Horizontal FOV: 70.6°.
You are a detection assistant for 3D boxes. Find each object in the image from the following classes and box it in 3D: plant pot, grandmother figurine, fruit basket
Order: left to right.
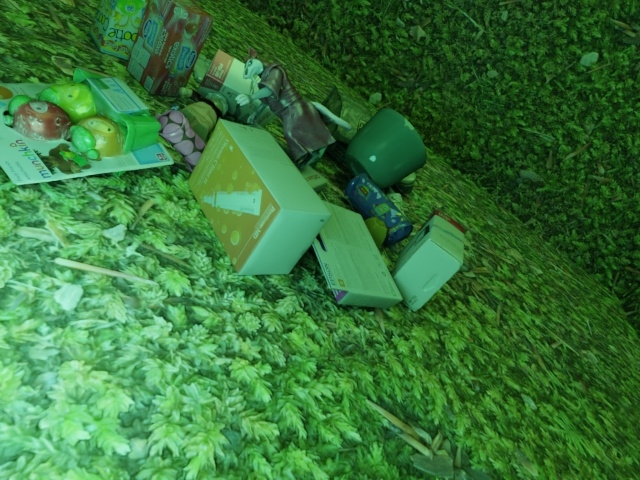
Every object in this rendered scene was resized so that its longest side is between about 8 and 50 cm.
[{"bbox_3d":[-0.554,-0.264,0.997,0.327,0.165,0.353,46,32,18],"label":"fruit basket"},{"bbox_3d":[-0.391,-0.427,1.515,0.207,0.104,0.342,56,18,-20],"label":"grandmother figurine"},{"bbox_3d":[0.184,-0.031,1.568,0.081,0.083,0.081,24,31,-23],"label":"plant pot"},{"bbox_3d":[0.242,-0.347,1.836,0.293,0.235,0.293,49,-10,12],"label":"plant pot"}]

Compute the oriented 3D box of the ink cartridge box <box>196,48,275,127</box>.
[{"bbox_3d":[-0.292,-0.550,1.678,0.283,0.117,0.207,25,-14,-22],"label":"ink cartridge box"}]

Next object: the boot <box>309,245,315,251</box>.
[{"bbox_3d":[0.000,0.000,1.355,0.087,0.042,0.118,22,30,-21],"label":"boot"}]

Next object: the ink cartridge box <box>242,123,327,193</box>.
[{"bbox_3d":[-0.161,-0.216,1.405,0.307,0.129,0.223,40,26,7],"label":"ink cartridge box"}]

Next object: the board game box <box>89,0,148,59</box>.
[{"bbox_3d":[-0.660,-0.780,1.546,0.144,0.275,0.142,2,44,-48],"label":"board game box"}]

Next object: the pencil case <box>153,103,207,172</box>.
[{"bbox_3d":[-0.355,-0.255,1.202,0.098,0.095,0.209,18,-20,20],"label":"pencil case"}]

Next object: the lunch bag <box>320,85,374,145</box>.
[{"bbox_3d":[0.136,-0.518,2.022,0.235,0.169,0.286,20,39,-33],"label":"lunch bag"}]

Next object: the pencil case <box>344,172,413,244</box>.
[{"bbox_3d":[0.207,-0.117,1.688,0.133,0.119,0.306,-31,63,-14],"label":"pencil case"}]

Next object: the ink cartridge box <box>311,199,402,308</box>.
[{"bbox_3d":[0.057,0.030,1.266,0.330,0.071,0.324,14,44,-46],"label":"ink cartridge box"}]

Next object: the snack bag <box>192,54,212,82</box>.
[{"bbox_3d":[-0.424,-0.727,1.997,0.343,0.037,0.323,12,37,-39],"label":"snack bag"}]

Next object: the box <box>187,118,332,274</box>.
[{"bbox_3d":[-0.166,-0.108,1.144,0.168,0.215,0.345,3,42,-47],"label":"box"}]

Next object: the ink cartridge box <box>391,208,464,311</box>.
[{"bbox_3d":[0.348,0.055,1.472,0.131,0.226,0.306,38,27,3],"label":"ink cartridge box"}]

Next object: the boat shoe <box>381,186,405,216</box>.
[{"bbox_3d":[0.295,-0.157,1.877,0.098,0.096,0.277,15,35,-37],"label":"boat shoe"}]

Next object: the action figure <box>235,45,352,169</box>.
[{"bbox_3d":[-0.094,-0.411,1.336,0.370,0.276,0.248,58,1,-19],"label":"action figure"}]

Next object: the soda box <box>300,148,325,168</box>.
[{"bbox_3d":[-0.027,-0.365,1.860,0.071,0.067,0.210,33,27,-7],"label":"soda box"}]

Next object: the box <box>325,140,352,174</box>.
[{"bbox_3d":[0.178,-0.374,2.101,0.307,0.076,0.242,42,28,11],"label":"box"}]

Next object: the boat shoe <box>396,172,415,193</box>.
[{"bbox_3d":[0.359,-0.337,2.261,0.116,0.099,0.319,-23,42,-17],"label":"boat shoe"}]

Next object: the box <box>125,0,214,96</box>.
[{"bbox_3d":[-0.504,-0.649,1.497,0.154,0.300,0.142,44,30,15],"label":"box"}]
